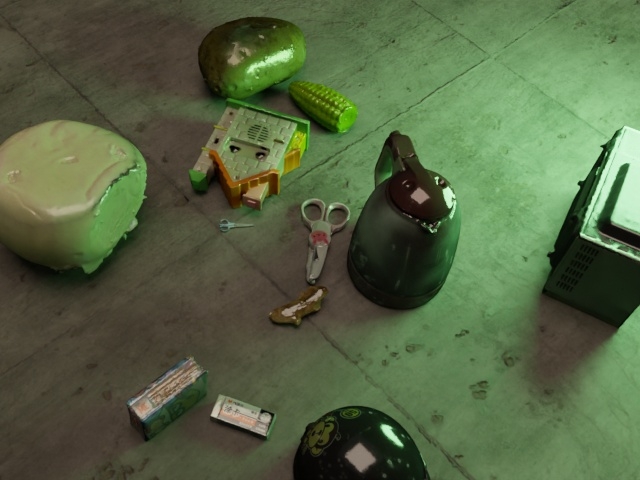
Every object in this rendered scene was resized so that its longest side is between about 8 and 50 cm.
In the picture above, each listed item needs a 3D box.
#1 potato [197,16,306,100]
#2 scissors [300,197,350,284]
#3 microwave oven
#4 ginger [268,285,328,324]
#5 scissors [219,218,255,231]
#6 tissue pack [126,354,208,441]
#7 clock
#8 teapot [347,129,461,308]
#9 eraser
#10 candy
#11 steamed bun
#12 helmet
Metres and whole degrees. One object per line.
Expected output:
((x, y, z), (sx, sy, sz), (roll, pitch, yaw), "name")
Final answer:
((-0.179, -0.485, 2.004), (0.308, 0.173, 0.210), (-22, 57, -22), "potato")
((0.000, 0.000, 1.761), (0.118, 0.030, 0.242), (9, 50, 1), "scissors")
((0.666, -0.039, 1.711), (0.219, 0.286, 0.354), (25, 60, 13), "microwave oven")
((-0.043, 0.145, 1.648), (0.137, 0.044, 0.057), (-29, 92, -17), "ginger")
((-0.195, -0.036, 1.781), (0.083, 0.006, 0.036), (-2, 53, -7), "scissors")
((-0.293, 0.301, 1.462), (0.155, 0.115, 0.065), (-35, 68, -27), "tissue pack")
((-0.173, -0.196, 1.846), (0.220, 0.106, 0.255), (18, 59, 8), "clock")
((0.182, -0.061, 1.653), (0.234, 0.312, 0.314), (-8, 56, -14), "teapot")
((-0.152, 0.347, 1.497), (0.122, 0.029, 0.052), (17, 55, 7), "eraser")
((-0.001, -0.359, 1.986), (0.210, 0.096, 0.097), (34, 58, 24), "candy")
((-0.556, -0.091, 1.648), (0.312, 0.232, 0.334), (27, 48, 16), "steamed bun")
((0.086, 0.417, 1.395), (0.279, 0.160, 0.230), (32, 56, 17), "helmet")
